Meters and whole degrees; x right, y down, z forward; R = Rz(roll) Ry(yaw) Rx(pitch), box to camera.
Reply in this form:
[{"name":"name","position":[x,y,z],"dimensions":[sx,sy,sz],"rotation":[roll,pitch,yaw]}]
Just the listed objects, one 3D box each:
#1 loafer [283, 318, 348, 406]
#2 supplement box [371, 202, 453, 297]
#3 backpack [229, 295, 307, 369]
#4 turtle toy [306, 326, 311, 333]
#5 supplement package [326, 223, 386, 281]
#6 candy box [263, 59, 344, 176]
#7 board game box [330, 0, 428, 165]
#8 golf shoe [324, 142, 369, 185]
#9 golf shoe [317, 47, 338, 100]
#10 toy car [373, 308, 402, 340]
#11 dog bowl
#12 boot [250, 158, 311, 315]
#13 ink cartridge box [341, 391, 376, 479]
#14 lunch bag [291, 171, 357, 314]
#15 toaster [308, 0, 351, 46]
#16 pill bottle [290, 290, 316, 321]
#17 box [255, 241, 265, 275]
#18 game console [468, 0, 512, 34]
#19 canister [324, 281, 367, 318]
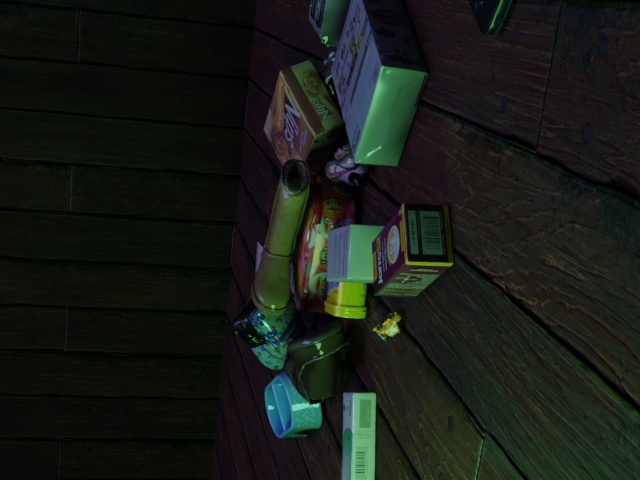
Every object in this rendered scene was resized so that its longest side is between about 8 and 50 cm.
[{"name":"loafer","position":[0.008,0.278,2.094],"dimensions":[0.130,0.134,0.366],"rotation":[61,166,16]},{"name":"supplement box","position":[0.150,0.020,1.581],"dimensions":[0.188,0.080,0.104],"rotation":[123,147,-65]},{"name":"backpack","position":[-0.102,0.209,2.221],"dimensions":[0.117,0.173,0.158],"rotation":[-25,17,43]},{"name":"turtle toy","position":[-0.051,0.272,2.411],"dimensions":[0.095,0.066,0.130],"rotation":[152,120,-77]},{"name":"supplement package","position":[0.082,0.028,1.818],"dimensions":[0.179,0.105,0.105],"rotation":[166,107,-76]},{"name":"candy box","position":[-0.046,-0.279,2.308],"dimensions":[0.183,0.087,0.316],"rotation":[61,161,12]},{"name":"board game box","position":[0.107,-0.327,1.823],"dimensions":[0.303,0.097,0.224],"rotation":[-102,21,-44]},{"name":"golf shoe","position":[0.057,-0.147,2.038],"dimensions":[0.086,0.067,0.186],"rotation":[63,166,6]},{"name":"golf shoe","position":[0.022,-0.364,2.237],"dimensions":[0.198,0.077,0.094],"rotation":[115,155,-60]},{"name":"toy car","position":[0.133,0.160,1.762],"dimensions":[0.040,0.060,0.122],"rotation":[47,177,7]},{"name":"dog bowl","position":[-0.075,0.412,2.375],"dimensions":[0.297,0.074,0.166],"rotation":[126,130,-66]},{"name":"boot","position":[-0.085,-0.006,2.059],"dimensions":[0.236,0.089,0.269],"rotation":[-95,17,-48]},{"name":"ink cartridge box","position":[0.059,0.404,1.942],"dimensions":[0.224,0.056,0.181],"rotation":[148,125,-72]},{"name":"lunch bag","position":[0.000,0.000,2.176],"dimensions":[0.258,0.120,0.293],"rotation":[-109,27,-68]},{"name":"toaster","position":[0.048,-0.527,2.092],"dimensions":[0.168,0.110,0.186],"rotation":[-112,28,-59]},{"name":"pill bottle","position":[-0.094,0.138,2.442],"dimensions":[0.272,0.152,0.152],"rotation":[171,102,-76]},{"name":"box","position":[-0.124,0.113,2.662],"dimensions":[0.103,0.114,0.203],"rotation":[-140,53,-74]},{"name":"game console","position":[0.192,-0.481,1.329],"dimensions":[0.293,0.173,0.250],"rotation":[106,162,-44]},{"name":"canister","position":[0.058,0.071,1.983],"dimensions":[0.126,0.073,0.170],"rotation":[-169,84,-76]}]
